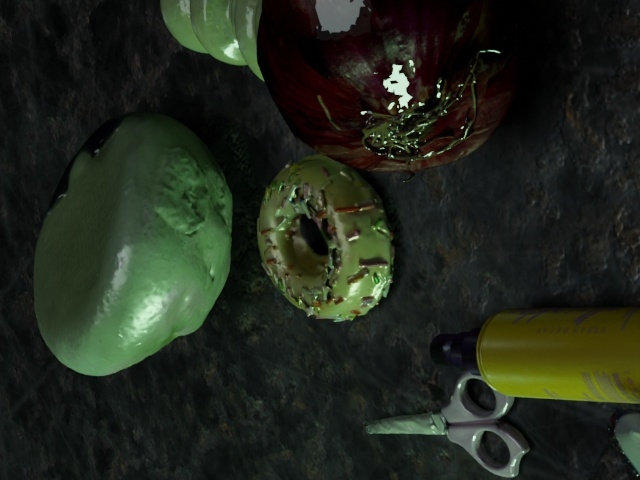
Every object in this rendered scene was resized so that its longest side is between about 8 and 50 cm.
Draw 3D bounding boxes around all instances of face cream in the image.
[{"bbox_3d":[0.196,0.095,1.275,0.273,0.078,0.078,-4,100,52],"label":"face cream"}]

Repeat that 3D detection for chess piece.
[{"bbox_3d":[-0.063,-0.225,1.449,0.251,0.144,0.144,23,120,52],"label":"chess piece"}]

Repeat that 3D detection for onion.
[{"bbox_3d":[0.048,-0.174,1.212,0.221,0.281,0.281,-17,89,13],"label":"onion"}]

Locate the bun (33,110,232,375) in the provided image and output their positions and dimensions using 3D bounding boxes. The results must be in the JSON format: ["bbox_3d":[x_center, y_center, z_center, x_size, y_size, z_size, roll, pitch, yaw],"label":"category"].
[{"bbox_3d":[-0.182,0.012,1.630,0.293,0.187,0.293,-37,46,50],"label":"bun"}]

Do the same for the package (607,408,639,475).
[{"bbox_3d":[0.343,0.211,1.134,0.269,0.071,0.194,43,149,1],"label":"package"}]

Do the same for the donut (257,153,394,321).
[{"bbox_3d":[0.000,0.000,1.491,0.174,0.068,0.174,21,118,47],"label":"donut"}]

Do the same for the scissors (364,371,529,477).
[{"bbox_3d":[0.115,0.175,1.448,0.212,0.021,0.110,-12,97,52],"label":"scissors"}]
